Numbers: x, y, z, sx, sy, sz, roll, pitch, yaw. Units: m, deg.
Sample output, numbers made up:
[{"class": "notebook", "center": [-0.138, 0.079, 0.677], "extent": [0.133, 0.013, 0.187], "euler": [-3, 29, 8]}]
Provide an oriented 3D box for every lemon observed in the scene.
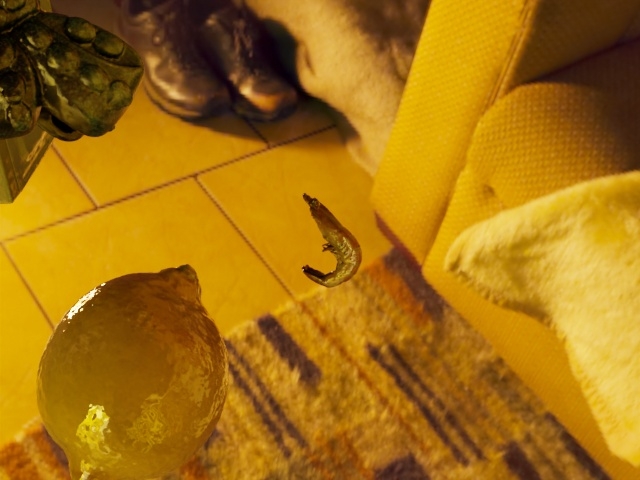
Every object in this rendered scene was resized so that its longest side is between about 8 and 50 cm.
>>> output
[{"class": "lemon", "center": [-0.184, 0.135, 0.911], "extent": [0.186, 0.187, 0.244], "euler": [17, 66, 2]}]

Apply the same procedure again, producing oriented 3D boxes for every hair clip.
[{"class": "hair clip", "center": [-0.326, -0.220, 0.887], "extent": [0.206, 0.310, 0.194], "euler": [-37, 19, -21]}]

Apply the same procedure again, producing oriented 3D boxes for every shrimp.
[{"class": "shrimp", "center": [0.000, 0.000, 1.179], "extent": [0.025, 0.091, 0.127], "euler": [-12, 69, -60]}]

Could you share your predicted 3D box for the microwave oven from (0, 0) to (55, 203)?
[{"class": "microwave oven", "center": [-0.528, -0.180, 1.141], "extent": [0.354, 0.219, 0.286], "euler": [-1, 34, 5]}]
